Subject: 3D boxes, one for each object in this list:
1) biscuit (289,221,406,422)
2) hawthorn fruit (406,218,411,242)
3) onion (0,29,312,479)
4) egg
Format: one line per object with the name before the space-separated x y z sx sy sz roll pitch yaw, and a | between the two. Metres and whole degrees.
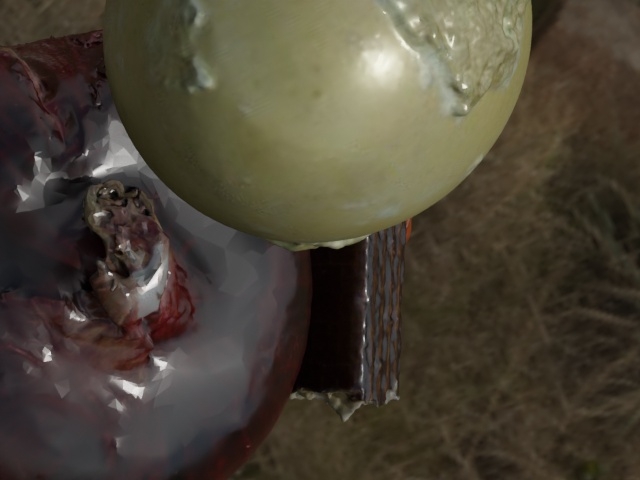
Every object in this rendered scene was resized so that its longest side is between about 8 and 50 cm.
biscuit | 0.000 0.000 1.137 0.070 0.106 0.252 20 70 -64
hawthorn fruit | -0.050 -0.012 1.841 0.276 0.307 0.276 9 90 -72
onion | -0.136 0.028 0.959 0.314 0.232 0.314 -1 92 -31
egg | 0.000 -0.076 0.613 0.164 0.164 0.201 52 22 -8
